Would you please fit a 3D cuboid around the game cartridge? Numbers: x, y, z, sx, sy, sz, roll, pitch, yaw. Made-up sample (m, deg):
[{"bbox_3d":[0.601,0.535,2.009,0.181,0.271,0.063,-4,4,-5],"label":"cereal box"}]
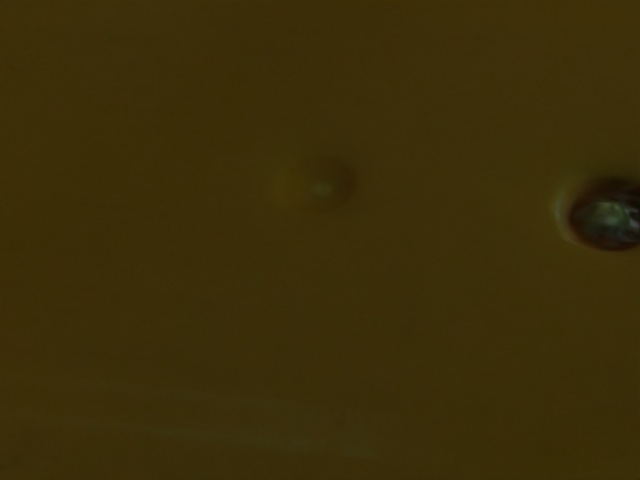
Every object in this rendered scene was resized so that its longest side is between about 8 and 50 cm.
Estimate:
[{"bbox_3d":[0.000,0.000,0.457,0.052,0.324,0.285,82,17,-50],"label":"game cartridge"}]
